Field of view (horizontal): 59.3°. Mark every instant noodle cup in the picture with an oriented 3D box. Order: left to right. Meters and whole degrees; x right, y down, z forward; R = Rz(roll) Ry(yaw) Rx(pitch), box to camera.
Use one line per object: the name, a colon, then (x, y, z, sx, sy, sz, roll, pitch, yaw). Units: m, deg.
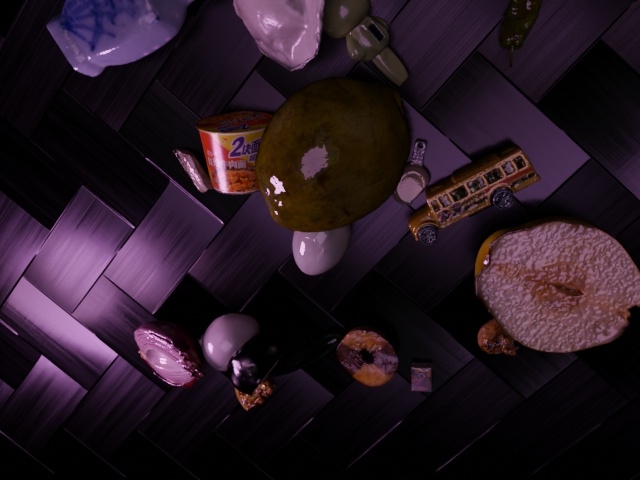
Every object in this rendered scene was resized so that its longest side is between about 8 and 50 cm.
instant noodle cup: (-0.211, -0.228, 1.467, 0.213, 0.213, 0.174, 3, 118, 9)

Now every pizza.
pizza: (-0.207, 0.454, 1.762, 0.134, 0.046, 0.175, -4, 107, 11)

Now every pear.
pear: (0.026, -0.211, 1.348, 0.413, 0.352, 0.352, -36, 100, -15)
pear: (0.584, 0.092, 1.426, 0.386, 0.191, 0.340, 23, 109, 5)

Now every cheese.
cheese: (0.249, -0.173, 1.476, 0.092, 0.047, 0.171, 30, 110, -2)

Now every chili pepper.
chili pepper: (0.460, -0.502, 1.319, 0.072, 0.073, 0.204, 24, 100, 20)

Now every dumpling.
dumpling: (-0.108, -0.545, 1.332, 0.341, 0.181, 0.260, 17, 126, 21)

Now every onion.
onion: (-0.422, 0.340, 1.695, 0.283, 0.120, 0.227, 12, 131, 35)

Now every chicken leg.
chicken leg: (0.528, 0.242, 1.544, 0.207, 0.101, 0.085, -38, 129, 10)

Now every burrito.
burrito: (-0.354, -0.201, 1.575, 0.055, 0.041, 0.149, -25, 102, 30)

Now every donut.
donut: (0.141, 0.331, 1.646, 0.184, 0.073, 0.166, 30, 111, 0)

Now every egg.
egg: (0.000, 0.000, 1.521, 0.151, 0.151, 0.209, 23, 112, 2)

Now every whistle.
whistle: (0.096, -0.498, 1.372, 0.141, 0.141, 0.294, -29, 118, 17)

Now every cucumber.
cucumber: (-0.052, 0.352, 1.697, 0.284, 0.056, 0.056, -32, 100, 22)

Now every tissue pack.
tissue pack: (0.300, 0.405, 1.662, 0.063, 0.035, 0.083, -1, 107, 11)

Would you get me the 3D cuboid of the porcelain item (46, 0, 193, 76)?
porcelain item: (-0.470, -0.586, 1.398, 0.405, 0.178, 0.243, -27, 102, 20)

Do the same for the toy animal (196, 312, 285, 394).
toy animal: (-0.237, 0.321, 1.657, 0.235, 0.165, 0.187, 39, 94, 11)

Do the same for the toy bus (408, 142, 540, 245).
toy bus: (0.374, -0.117, 1.427, 0.335, 0.121, 0.123, -28, 106, 16)
